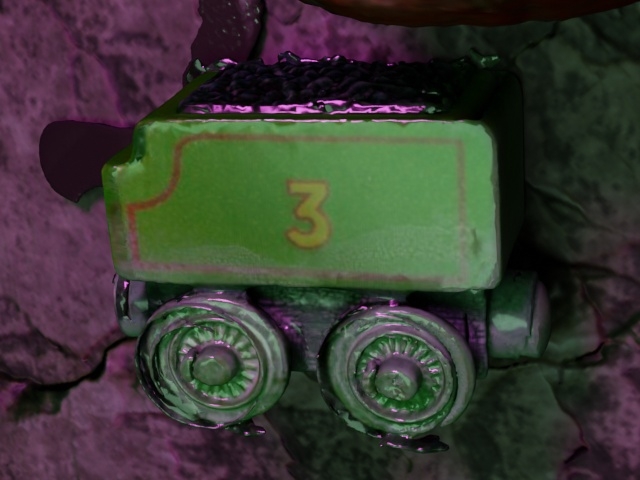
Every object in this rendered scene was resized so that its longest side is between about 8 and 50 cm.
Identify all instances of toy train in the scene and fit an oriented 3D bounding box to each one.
[{"bbox_3d":[0.000,0.000,0.769,0.243,0.132,0.188,1,111,16],"label":"toy train"}]

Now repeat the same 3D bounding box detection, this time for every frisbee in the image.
[{"bbox_3d":[-0.064,-0.067,0.845,0.211,0.012,0.187,27,123,11],"label":"frisbee"}]

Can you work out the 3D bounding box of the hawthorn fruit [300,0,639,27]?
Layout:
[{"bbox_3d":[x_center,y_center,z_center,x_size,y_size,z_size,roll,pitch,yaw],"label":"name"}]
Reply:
[{"bbox_3d":[0.067,-0.204,0.578,0.261,0.258,0.258,7,122,-10],"label":"hawthorn fruit"}]
